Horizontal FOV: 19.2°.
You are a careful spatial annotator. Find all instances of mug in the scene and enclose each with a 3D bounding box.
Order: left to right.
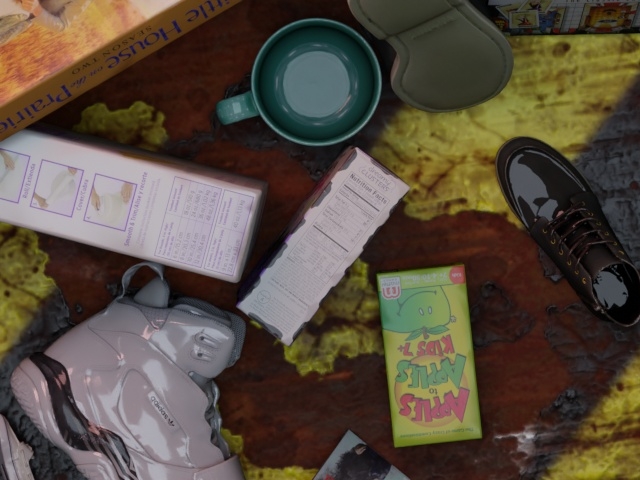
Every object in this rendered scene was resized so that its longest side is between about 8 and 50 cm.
[{"bbox_3d":[-0.017,-0.163,1.921,0.158,0.097,0.129,15,94,-1],"label":"mug"}]

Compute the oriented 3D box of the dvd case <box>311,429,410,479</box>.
[{"bbox_3d":[0.030,0.266,1.958,0.087,0.013,0.119,40,60,-2],"label":"dvd case"}]

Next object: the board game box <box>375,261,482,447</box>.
[{"bbox_3d":[0.112,0.118,1.965,0.092,0.043,0.181,-6,93,0],"label":"board game box"}]

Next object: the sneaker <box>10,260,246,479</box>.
[{"bbox_3d":[-0.121,0.195,1.920,0.366,0.137,0.210,43,95,1],"label":"sneaker"}]

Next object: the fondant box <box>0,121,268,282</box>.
[{"bbox_3d":[-0.222,-0.052,1.855,0.330,0.238,0.096,14,94,-1],"label":"fondant box"}]

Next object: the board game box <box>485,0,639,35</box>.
[{"bbox_3d":[0.294,-0.247,1.901,0.260,0.136,0.030,-1,67,0],"label":"board game box"}]

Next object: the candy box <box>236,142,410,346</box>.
[{"bbox_3d":[0.000,0.000,1.897,0.070,0.165,0.196,37,92,-4],"label":"candy box"}]

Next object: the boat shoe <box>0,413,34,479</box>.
[{"bbox_3d":[-0.316,0.226,1.977,0.035,0.035,0.100,-17,89,-27],"label":"boat shoe"}]

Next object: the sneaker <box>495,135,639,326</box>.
[{"bbox_3d":[0.261,-0.013,1.921,0.083,0.118,0.222,-37,93,2],"label":"sneaker"}]

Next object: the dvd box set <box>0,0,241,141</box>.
[{"bbox_3d":[-0.232,-0.291,1.735,0.420,0.062,0.307,-30,68,0],"label":"dvd box set"}]

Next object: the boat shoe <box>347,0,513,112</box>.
[{"bbox_3d":[0.096,-0.228,1.829,0.127,0.340,0.113,-21,66,17],"label":"boat shoe"}]
